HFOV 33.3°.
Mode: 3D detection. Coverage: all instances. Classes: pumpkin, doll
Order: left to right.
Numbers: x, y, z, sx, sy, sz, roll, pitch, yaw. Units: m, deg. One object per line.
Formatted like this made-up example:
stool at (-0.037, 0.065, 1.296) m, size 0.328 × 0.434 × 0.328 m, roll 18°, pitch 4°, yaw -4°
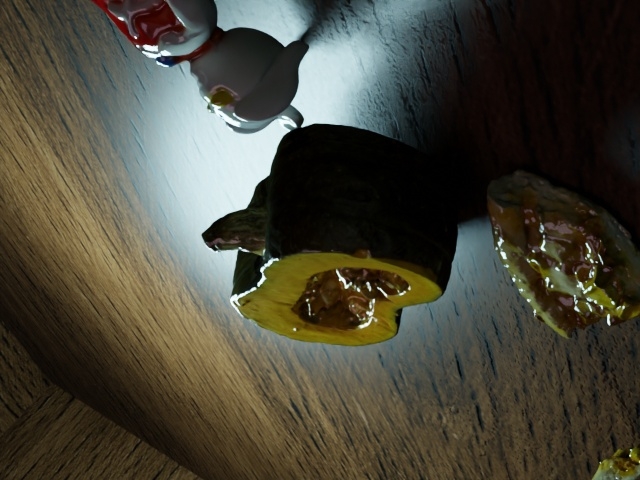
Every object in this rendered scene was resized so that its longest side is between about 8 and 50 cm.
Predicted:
doll at (-0.164, -0.226, 0.958) m, size 0.384 × 0.099 × 0.188 m, roll 37°, pitch 171°, yaw -8°
pumpkin at (0.000, 0.000, 1.031) m, size 0.222 × 0.139 × 0.317 m, roll 16°, pitch 162°, yaw -8°

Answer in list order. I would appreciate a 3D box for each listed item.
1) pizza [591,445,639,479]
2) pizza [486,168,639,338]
pizza at (0.358, 0.221, 1.021) m, size 0.161 × 0.085 × 0.305 m, roll 19°, pitch 157°, yaw -3°
pizza at (0.226, 0.029, 0.925) m, size 0.161 × 0.062 × 0.182 m, roll 16°, pitch 144°, yaw 34°
